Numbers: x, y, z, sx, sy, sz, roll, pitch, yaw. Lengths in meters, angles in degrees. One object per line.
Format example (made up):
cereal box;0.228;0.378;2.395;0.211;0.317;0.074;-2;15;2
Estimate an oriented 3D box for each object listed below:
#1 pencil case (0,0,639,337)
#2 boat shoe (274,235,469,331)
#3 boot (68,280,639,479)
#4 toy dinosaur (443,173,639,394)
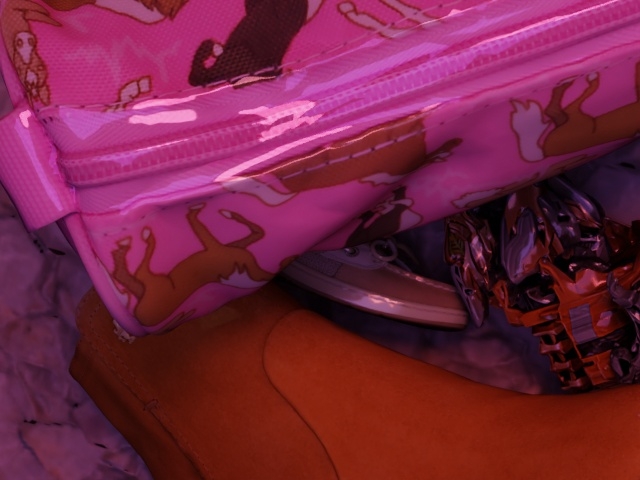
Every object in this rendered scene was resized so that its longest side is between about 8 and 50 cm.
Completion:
pencil case;0.072;-0.086;0.634;0.386;0.167;0.160;-18;61;4
boat shoe;0.000;0.000;0.784;0.153;0.056;0.048;21;88;20
boot;0.004;0.066;0.714;0.211;0.104;0.295;50;139;0
toy dinosaur;0.200;0.065;0.715;0.322;0.164;0.218;34;125;-9
